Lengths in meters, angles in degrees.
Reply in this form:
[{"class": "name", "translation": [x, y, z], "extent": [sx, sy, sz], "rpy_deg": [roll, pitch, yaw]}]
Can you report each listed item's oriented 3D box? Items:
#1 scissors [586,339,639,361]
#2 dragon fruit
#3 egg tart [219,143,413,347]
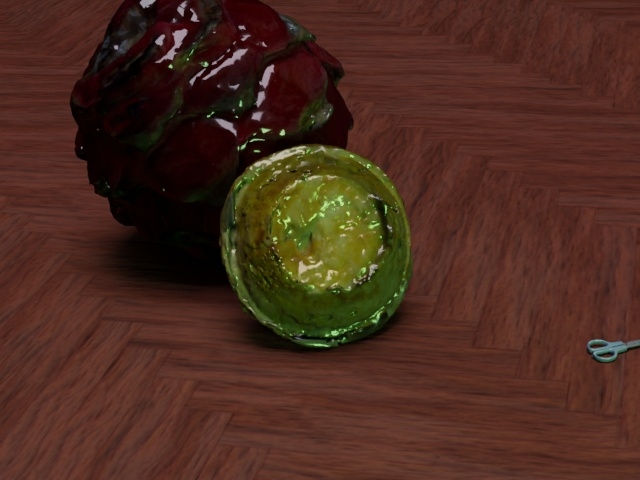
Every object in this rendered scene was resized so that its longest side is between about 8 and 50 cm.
[{"class": "scissors", "translation": [0.301, 0.102, 1.236], "extent": [0.083, 0.006, 0.036], "rpy_deg": [-10, 28, -12]}, {"class": "dragon fruit", "translation": [-0.126, -0.135, 1.444], "extent": [0.329, 0.329, 0.329], "rpy_deg": [-3, 25, 2]}, {"class": "egg tart", "translation": [-0.001, -0.001, 1.276], "extent": [0.212, 0.213, 0.090], "rpy_deg": [-8, -11, -8]}]
